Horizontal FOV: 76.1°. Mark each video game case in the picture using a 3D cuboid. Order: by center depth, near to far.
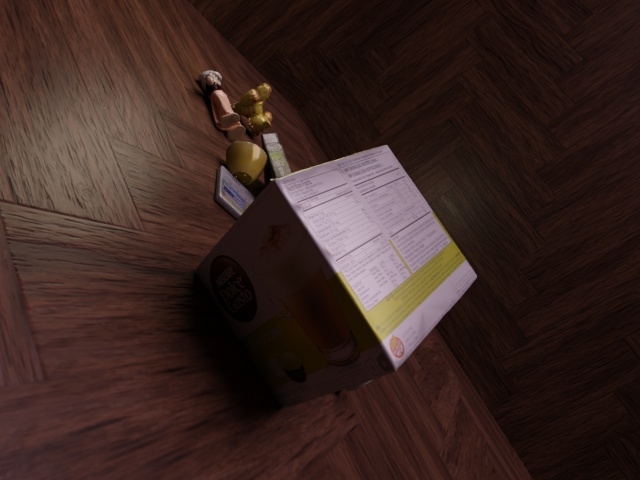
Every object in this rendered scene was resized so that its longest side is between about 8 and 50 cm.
[{"bbox_3d":[-0.231,-0.106,1.226,0.212,0.023,0.193,46,16,-33],"label":"video game case"}]

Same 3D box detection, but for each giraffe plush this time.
[{"bbox_3d":[-0.281,-0.561,1.805,0.170,0.210,0.181,57,-11,-14],"label":"giraffe plush"}]

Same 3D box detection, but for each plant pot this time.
[{"bbox_3d":[-0.243,-0.234,1.306,0.134,0.134,0.095,41,43,-43],"label":"plant pot"}]

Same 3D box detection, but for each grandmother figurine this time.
[{"bbox_3d":[-0.394,-0.546,1.575,0.208,0.104,0.342,83,-19,-56],"label":"grandmother figurine"}]

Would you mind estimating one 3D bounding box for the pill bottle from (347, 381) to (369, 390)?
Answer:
[{"bbox_3d":[0.046,0.242,1.062,0.265,0.153,0.153,55,14,4],"label":"pill bottle"}]

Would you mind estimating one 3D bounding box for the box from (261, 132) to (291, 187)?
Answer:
[{"bbox_3d":[-0.149,-0.208,1.414,0.216,0.060,0.270,94,-18,-46],"label":"box"}]

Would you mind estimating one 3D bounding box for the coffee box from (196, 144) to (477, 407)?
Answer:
[{"bbox_3d":[0.026,0.063,0.807,0.338,0.337,0.334,-28,82,-46],"label":"coffee box"}]
